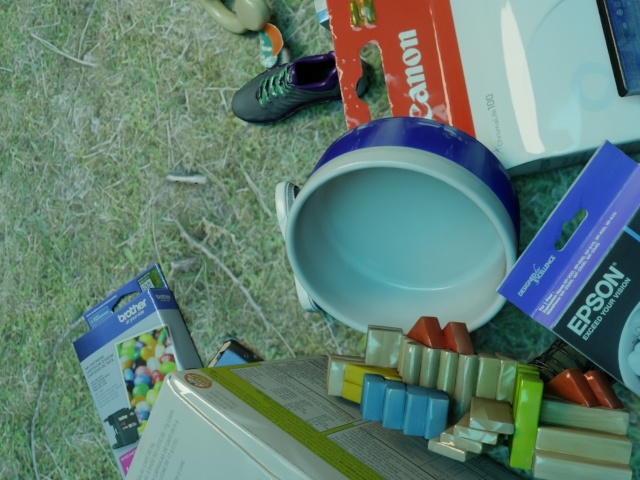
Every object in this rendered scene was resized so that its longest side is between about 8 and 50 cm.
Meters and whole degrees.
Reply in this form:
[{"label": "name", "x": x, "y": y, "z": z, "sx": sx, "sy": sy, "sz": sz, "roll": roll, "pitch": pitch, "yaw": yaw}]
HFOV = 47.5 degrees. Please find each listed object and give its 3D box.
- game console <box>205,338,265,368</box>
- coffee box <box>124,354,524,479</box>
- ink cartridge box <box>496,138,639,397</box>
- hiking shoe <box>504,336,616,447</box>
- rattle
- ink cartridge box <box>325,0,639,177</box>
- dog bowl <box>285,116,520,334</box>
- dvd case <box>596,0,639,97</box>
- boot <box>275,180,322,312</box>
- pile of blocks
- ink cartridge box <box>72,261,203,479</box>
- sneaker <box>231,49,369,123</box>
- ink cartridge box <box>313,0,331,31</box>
[{"label": "game console", "x": -0.126, "y": 0.223, "z": 1.018, "sx": 0.085, "sy": 0.124, "sz": 0.144, "roll": 38, "pitch": 79, "yaw": -13}, {"label": "coffee box", "x": -0.011, "y": 0.365, "z": 0.830, "sx": 0.338, "sy": 0.334, "sz": 0.338, "roll": 28, "pitch": 100, "yaw": 29}, {"label": "ink cartridge box", "x": 0.328, "y": 0.033, "z": 0.769, "sx": 0.208, "sy": 0.045, "sz": 0.206, "roll": 35, "pitch": 89, "yaw": -7}, {"label": "hiking shoe", "x": 0.278, "y": 0.156, "z": 0.823, "sx": 0.086, "sy": 0.114, "sz": 0.227, "roll": 40, "pitch": 104, "yaw": 23}, {"label": "rattle", "x": -0.093, "y": -0.372, "z": 1.108, "sx": 0.199, "sy": 0.143, "sz": 0.130, "roll": 37, "pitch": 138, "yaw": 15}, {"label": "ink cartridge box", "x": 0.204, "y": -0.230, "z": 0.867, "sx": 0.385, "sy": 0.091, "sz": 0.308, "roll": -11, "pitch": 81, "yaw": 11}, {"label": "dog bowl", "x": 0.099, "y": -0.008, "z": 0.857, "sx": 0.265, "sy": 0.104, "sz": 0.265, "roll": 10, "pitch": 130, "yaw": 13}, {"label": "dvd case", "x": 0.423, "y": -0.256, "z": 0.775, "sx": 0.253, "sy": 0.022, "sz": 0.180, "roll": -9, "pitch": 79, "yaw": -1}, {"label": "boot", "x": 0.000, "y": 0.000, "z": 1.017, "sx": 0.086, "sy": 0.069, "sz": 0.190, "roll": -16, "pitch": 86, "yaw": 18}, {"label": "pile of blocks", "x": 0.143, "y": 0.145, "z": 0.754, "sx": 0.362, "sy": 0.149, "sz": 0.113, "roll": 8, "pitch": 94, "yaw": 36}, {"label": "ink cartridge box", "x": -0.278, "y": 0.209, "z": 1.141, "sx": 0.186, "sy": 0.065, "sz": 0.311, "roll": -33, "pitch": 70, "yaw": 21}, {"label": "sneaker", "x": -0.048, "y": -0.229, "z": 1.037, "sx": 0.223, "sy": 0.098, "sz": 0.083, "roll": -11, "pitch": 80, "yaw": 26}, {"label": "ink cartridge box", "x": 0.011, "y": -0.346, "z": 1.046, "sx": 0.028, "sy": 0.048, "sz": 0.083, "roll": -20, "pitch": 77, "yaw": 25}]
